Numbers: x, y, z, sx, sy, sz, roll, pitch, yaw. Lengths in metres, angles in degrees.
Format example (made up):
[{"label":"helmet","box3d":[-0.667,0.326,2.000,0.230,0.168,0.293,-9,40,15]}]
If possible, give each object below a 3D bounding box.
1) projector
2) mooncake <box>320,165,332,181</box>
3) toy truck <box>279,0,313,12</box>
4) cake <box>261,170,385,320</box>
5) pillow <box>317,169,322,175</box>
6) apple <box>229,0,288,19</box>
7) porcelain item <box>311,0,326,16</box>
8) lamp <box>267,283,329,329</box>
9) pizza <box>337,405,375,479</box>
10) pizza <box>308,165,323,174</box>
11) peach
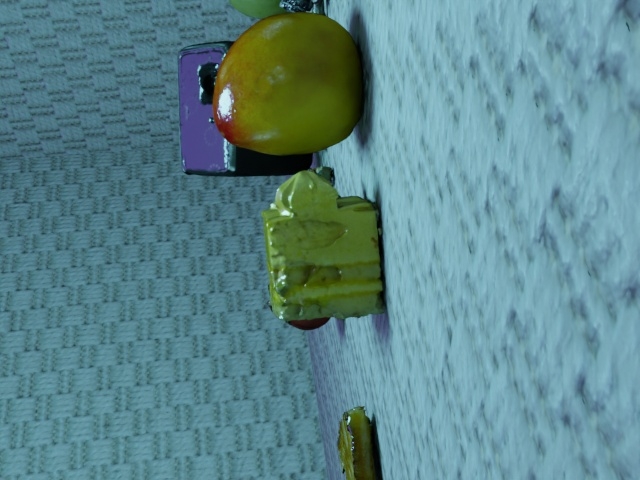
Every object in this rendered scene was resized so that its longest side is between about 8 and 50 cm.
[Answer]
[{"label":"projector","box3d":[-0.224,-0.393,2.354,0.405,0.242,0.394,-11,-79,-53]},{"label":"mooncake","box3d":[0.028,-0.070,2.003,0.150,0.057,0.346,68,-171,-62]},{"label":"toy truck","box3d":[-0.061,-0.651,1.944,0.286,0.111,0.136,-133,64,-79]},{"label":"cake","box3d":[0.000,0.000,1.526,0.227,0.223,0.285,-142,47,-80]},{"label":"pillow","box3d":[0.002,-0.069,2.212,0.233,0.086,0.214,88,-175,-52]},{"label":"apple","box3d":[-0.174,-0.832,2.386,0.292,0.254,0.291,174,90,-82]},{"label":"porcelain item","box3d":[-0.005,-0.509,1.965,0.081,0.069,0.215,-96,8,-68]},{"label":"lamp","box3d":[-0.052,0.145,2.179,0.227,0.227,0.226,175,90,-84]},{"label":"pizza","box3d":[0.092,0.539,1.803,0.287,0.074,0.251,94,170,-64]},{"label":"pizza","box3d":[-0.018,-0.171,2.372,0.199,0.062,0.188,96,166,-59]},{"label":"peach","box3d":[-0.068,-0.309,1.519,0.289,0.308,0.288,174,90,-67]}]
